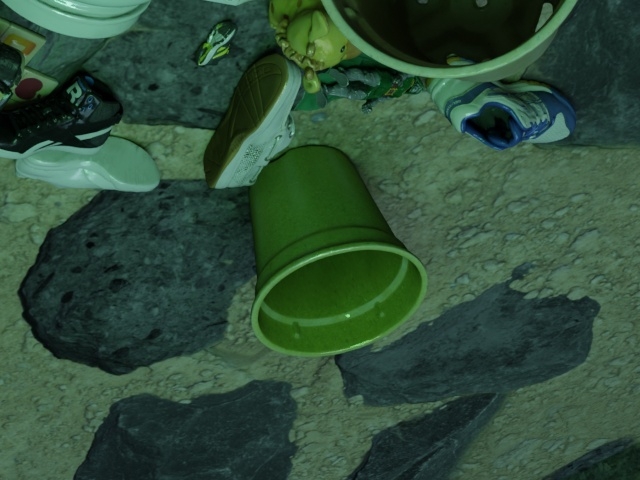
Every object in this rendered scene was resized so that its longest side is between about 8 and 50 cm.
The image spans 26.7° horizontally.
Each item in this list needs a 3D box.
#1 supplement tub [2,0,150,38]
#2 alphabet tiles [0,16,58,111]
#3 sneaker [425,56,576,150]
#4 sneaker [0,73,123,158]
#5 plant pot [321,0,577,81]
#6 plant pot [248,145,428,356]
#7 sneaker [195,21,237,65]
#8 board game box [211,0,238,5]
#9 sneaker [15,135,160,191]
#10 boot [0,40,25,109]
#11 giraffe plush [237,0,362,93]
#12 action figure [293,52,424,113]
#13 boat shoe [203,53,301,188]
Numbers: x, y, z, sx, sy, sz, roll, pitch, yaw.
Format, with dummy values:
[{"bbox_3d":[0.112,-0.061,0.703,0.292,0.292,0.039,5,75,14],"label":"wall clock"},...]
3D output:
[{"bbox_3d":[-0.215,-0.385,1.384,0.228,0.228,0.316,7,138,-30],"label":"supplement tub"},{"bbox_3d":[-0.541,-0.218,1.808,0.343,0.011,0.285,21,128,-40],"label":"alphabet tiles"},{"bbox_3d":[0.292,-0.183,2.099,0.296,0.131,0.112,10,133,-34],"label":"sneaker"},{"bbox_3d":[-0.373,-0.180,1.859,0.217,0.079,0.121,-6,143,-45],"label":"sneaker"},{"bbox_3d":[0.185,-0.339,1.699,0.334,0.333,0.305,-26,170,11],"label":"plant pot"},{"bbox_3d":[0.000,0.000,2.107,0.276,0.254,0.276,-11,143,-8],"label":"plant pot"},{"bbox_3d":[-0.140,-0.276,1.890,0.035,0.031,0.083,6,143,-48],"label":"sneaker"},{"bbox_3d":[-0.163,-0.366,1.763,0.154,0.026,0.103,5,138,-28],"label":"board game box"},{"bbox_3d":[-0.346,-0.105,1.994,0.212,0.080,0.094,12,146,-24],"label":"sneaker"},{"bbox_3d":[-0.472,-0.279,1.635,0.377,0.138,0.284,-30,141,21],"label":"boot"},{"bbox_3d":[0.000,-0.302,1.791,0.210,0.170,0.181,-26,143,10],"label":"giraffe plush"},{"bbox_3d":[0.080,-0.229,1.964,0.137,0.063,0.232,-41,162,35],"label":"action figure"},{"bbox_3d":[-0.082,-0.173,1.990,0.096,0.098,0.277,5,147,-28],"label":"boat shoe"}]
